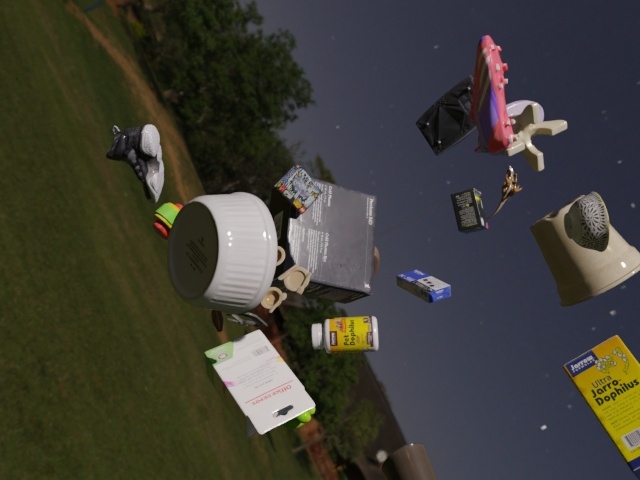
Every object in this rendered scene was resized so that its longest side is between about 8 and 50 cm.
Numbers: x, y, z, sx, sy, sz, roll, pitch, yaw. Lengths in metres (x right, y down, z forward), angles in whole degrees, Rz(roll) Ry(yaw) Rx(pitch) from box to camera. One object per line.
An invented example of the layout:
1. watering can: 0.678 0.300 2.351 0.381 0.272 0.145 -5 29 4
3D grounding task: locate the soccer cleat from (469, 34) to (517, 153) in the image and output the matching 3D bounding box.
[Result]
1. soccer cleat: 0.356 -0.310 1.330 0.083 0.095 0.248 -24 103 -56

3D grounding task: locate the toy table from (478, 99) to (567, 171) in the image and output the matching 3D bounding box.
1. toy table: 0.705 -0.376 2.144 0.252 0.274 0.161 59 -9 -34

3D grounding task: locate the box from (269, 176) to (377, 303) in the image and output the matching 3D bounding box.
1. box: 0.000 0.000 1.976 0.179 0.312 0.343 -29 -129 58

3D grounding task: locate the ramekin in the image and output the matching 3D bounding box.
1. ramekin: -0.222 0.024 1.322 0.272 0.127 0.273 -7 -99 46

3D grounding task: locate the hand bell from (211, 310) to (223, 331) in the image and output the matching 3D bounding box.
1. hand bell: -0.373 0.211 2.164 0.126 0.126 0.242 80 -7 -58

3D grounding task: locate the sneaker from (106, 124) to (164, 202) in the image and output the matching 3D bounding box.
1. sneaker: -0.582 -0.244 1.945 0.101 0.153 0.269 -84 179 -54

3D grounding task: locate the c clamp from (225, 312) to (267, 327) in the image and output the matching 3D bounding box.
1. c clamp: -0.218 0.218 1.717 0.161 0.137 0.022 71 33 -66

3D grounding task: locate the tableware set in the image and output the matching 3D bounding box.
1. tableware set: -0.114 0.090 1.472 0.168 0.141 0.020 38 -13 29

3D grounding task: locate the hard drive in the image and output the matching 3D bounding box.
1. hard drive: 0.471 -0.430 2.153 0.054 0.254 0.172 -1 57 -53

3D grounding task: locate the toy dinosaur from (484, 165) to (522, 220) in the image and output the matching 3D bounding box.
1. toy dinosaur: 0.640 -0.163 2.119 0.064 0.212 0.112 25 -16 6

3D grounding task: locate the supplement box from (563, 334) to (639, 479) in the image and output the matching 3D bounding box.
1. supplement box: 0.928 0.503 1.853 0.194 0.195 0.357 41 19 -45

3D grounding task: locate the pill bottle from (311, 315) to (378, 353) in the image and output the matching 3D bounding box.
1. pill bottle: 0.081 0.312 2.039 0.117 0.214 0.117 -4 90 -87

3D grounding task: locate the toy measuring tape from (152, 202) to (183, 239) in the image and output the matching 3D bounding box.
1. toy measuring tape: -0.441 -0.066 1.888 0.330 0.121 0.121 -10 -75 63

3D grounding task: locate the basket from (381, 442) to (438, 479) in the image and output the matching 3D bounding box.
1. basket: 0.309 0.791 1.946 0.227 0.154 0.204 -116 -154 -43

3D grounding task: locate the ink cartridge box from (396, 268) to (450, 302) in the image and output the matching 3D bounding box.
1. ink cartridge box: 0.373 0.164 2.256 0.207 0.097 0.046 28 -52 60

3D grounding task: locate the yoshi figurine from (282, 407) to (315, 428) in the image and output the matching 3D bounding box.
1. yoshi figurine: -0.187 0.593 2.296 0.362 0.204 0.203 23 0 21

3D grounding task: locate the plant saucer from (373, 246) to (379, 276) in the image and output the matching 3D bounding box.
1. plant saucer: 0.127 0.132 2.409 0.041 0.278 0.278 45 -19 33

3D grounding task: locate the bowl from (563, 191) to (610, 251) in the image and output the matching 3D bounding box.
1. bowl: 0.728 -0.046 1.714 0.170 0.080 0.170 -9 90 -87

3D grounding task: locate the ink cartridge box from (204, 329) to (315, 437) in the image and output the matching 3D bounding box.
1. ink cartridge box: -0.190 0.460 1.912 0.353 0.207 0.119 45 -37 40

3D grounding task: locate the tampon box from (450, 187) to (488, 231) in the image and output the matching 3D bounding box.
1. tampon box: 0.617 -0.120 2.552 0.120 0.101 0.161 9 68 -62

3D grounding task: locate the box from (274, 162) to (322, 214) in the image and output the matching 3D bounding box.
1. box: -0.062 -0.148 1.795 0.027 0.094 0.137 40 -4 43

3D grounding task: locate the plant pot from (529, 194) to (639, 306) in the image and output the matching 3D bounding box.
1. plant pot: 0.923 0.021 2.203 0.305 0.333 0.334 59 -10 7
